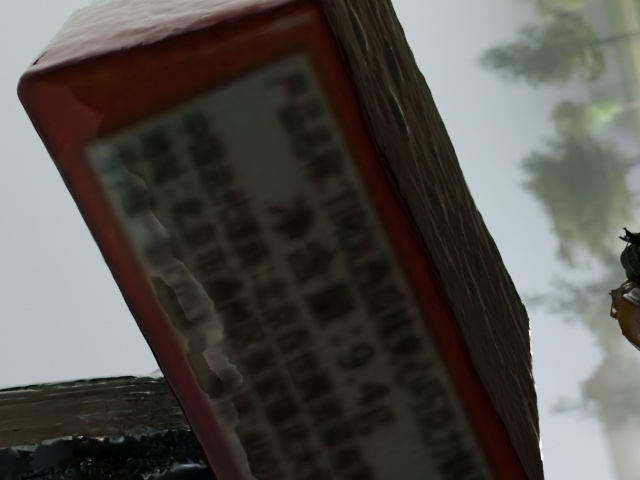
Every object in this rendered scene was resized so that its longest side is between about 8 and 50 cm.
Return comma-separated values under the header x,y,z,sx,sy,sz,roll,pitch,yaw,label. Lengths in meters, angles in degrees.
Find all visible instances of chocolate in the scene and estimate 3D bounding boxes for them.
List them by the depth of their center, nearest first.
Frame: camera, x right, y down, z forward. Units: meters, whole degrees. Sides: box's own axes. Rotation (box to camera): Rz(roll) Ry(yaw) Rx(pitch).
x,y,z,sx,sy,sz,roll,pitch,yaw,label
0.000,0.000,1.057,0.341,0.161,0.360,-78,-36,-71,chocolate

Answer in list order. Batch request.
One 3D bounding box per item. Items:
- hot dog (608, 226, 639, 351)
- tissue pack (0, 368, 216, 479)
x,y,z,sx,sy,sz,roll,pitch,yaw,label
0.210,0.054,0.845,0.055,0.188,0.072,-61,5,43,hot dog
-0.264,0.255,1.196,0.253,0.416,0.264,-104,12,-48,tissue pack
